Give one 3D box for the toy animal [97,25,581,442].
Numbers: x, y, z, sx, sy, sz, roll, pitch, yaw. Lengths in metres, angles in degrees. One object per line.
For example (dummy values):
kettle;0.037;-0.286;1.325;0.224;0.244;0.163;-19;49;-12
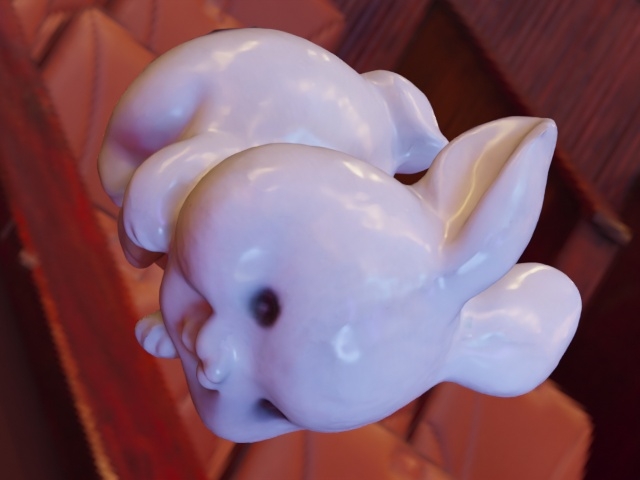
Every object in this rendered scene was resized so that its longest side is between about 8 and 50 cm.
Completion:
toy animal;0.002;-0.007;0.728;0.193;0.178;0.127;40;-36;47
